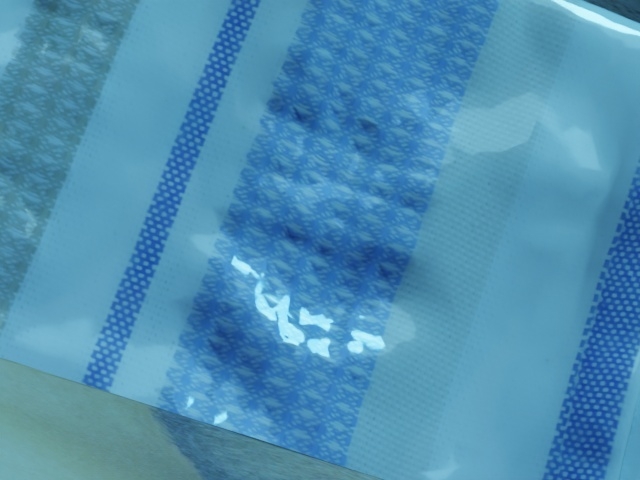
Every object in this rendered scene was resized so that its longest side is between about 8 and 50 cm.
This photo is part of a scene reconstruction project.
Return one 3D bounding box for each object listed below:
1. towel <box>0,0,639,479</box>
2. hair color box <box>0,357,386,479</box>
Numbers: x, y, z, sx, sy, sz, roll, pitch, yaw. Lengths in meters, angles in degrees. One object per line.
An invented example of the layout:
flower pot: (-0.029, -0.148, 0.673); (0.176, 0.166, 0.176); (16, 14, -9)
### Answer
towel: (-0.030, -0.011, 0.517); (0.285, 0.209, 0.034); (23, -20, -10)
hair color box: (0.020, 0.126, 0.314); (0.339, 0.110, 0.185); (21, 18, -23)
